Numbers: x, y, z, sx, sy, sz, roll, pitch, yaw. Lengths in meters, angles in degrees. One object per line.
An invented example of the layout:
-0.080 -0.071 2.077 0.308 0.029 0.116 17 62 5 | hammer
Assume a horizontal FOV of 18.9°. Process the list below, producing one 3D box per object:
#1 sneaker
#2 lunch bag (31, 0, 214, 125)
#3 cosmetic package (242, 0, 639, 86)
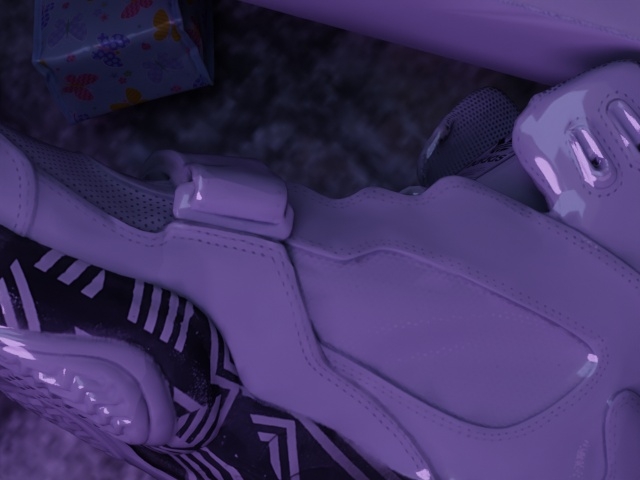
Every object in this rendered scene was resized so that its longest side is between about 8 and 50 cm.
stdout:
0.000 0.000 0.697 0.366 0.137 0.210 35 76 -17 | sneaker
-0.084 -0.098 0.834 0.071 0.053 0.083 -16 49 10 | lunch bag
0.081 -0.213 0.737 0.377 0.097 0.284 15 78 -5 | cosmetic package
